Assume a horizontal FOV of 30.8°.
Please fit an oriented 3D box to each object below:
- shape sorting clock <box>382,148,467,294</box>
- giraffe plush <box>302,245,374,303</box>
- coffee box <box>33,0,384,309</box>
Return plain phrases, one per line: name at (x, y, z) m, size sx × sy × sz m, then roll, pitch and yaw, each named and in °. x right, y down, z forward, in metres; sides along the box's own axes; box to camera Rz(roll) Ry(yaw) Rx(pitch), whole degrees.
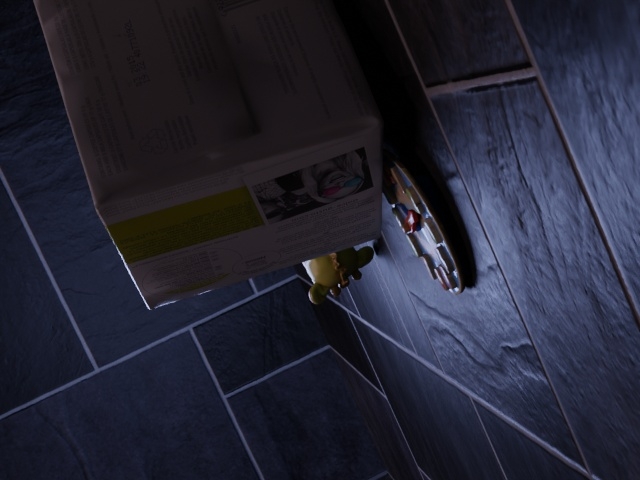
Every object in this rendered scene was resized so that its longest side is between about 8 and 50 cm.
shape sorting clock at (0.121, -0.022, 1.452) m, size 0.206 × 0.040 × 0.206 m, roll 63°, pitch 173°, yaw 14°
giraffe plush at (0.000, 0.000, 1.944) m, size 0.170 × 0.181 × 0.210 m, roll 55°, pitch -165°, yaw -24°
coffee box at (-0.132, -0.158, 1.481) m, size 0.334 × 0.338 × 0.338 m, roll 83°, pitch 168°, yaw -67°
